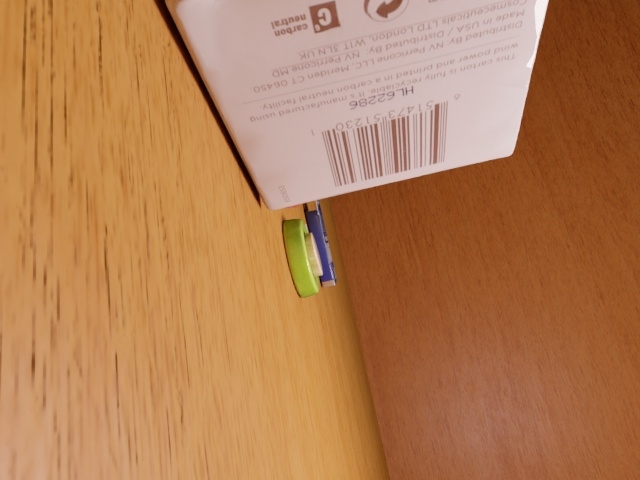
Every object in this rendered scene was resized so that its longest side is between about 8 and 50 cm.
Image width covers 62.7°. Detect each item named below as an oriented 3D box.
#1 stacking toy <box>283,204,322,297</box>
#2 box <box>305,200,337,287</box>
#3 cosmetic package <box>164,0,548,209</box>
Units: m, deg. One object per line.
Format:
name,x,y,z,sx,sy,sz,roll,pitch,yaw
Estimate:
stacking toy,0.001,-0.068,0.898,0.309,0.131,0.279,-84,160,-76
box,0.000,0.000,1.315,0.136,0.037,0.225,-8,86,-86
cosmetic package,0.028,-0.307,0.626,0.327,0.330,0.393,69,8,-59
